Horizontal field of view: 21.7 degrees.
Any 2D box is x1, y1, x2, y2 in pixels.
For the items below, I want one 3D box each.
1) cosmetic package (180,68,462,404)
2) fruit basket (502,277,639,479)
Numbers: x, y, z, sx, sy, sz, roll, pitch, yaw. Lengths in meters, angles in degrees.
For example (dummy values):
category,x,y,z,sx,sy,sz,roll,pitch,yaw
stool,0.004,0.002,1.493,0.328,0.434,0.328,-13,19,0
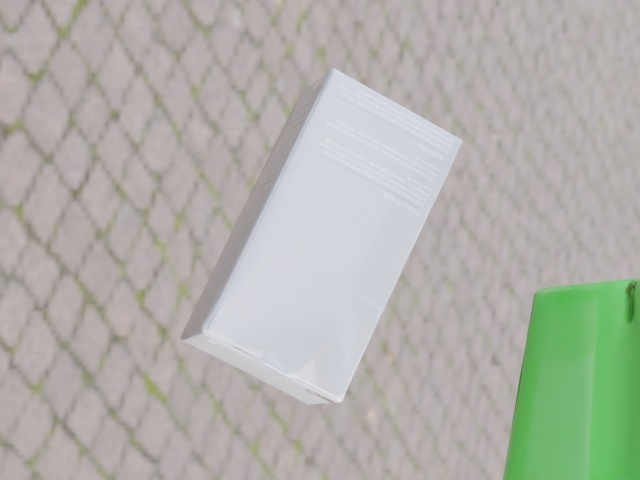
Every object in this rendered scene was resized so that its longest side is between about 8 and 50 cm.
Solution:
category,x,y,z,sx,sy,sz,roll,pitch,yaw
cosmetic package,0.000,0.000,1.316,0.238,0.127,0.107,-62,-169,-11
fruit basket,0.289,0.185,0.801,0.283,0.392,0.392,-2,98,-41
